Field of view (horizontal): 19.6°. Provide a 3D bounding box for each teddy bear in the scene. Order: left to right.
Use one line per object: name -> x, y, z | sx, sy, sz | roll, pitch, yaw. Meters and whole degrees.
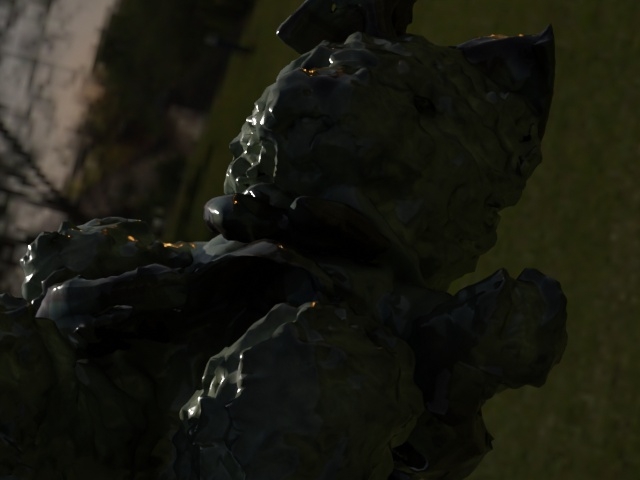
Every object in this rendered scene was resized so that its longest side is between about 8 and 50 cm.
teddy bear -> -0.002, 0.020, 0.457 | 0.213, 0.133, 0.111 | -51, -34, -51
